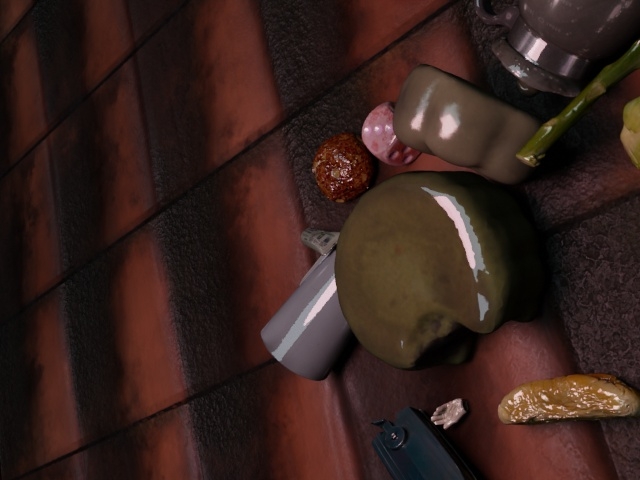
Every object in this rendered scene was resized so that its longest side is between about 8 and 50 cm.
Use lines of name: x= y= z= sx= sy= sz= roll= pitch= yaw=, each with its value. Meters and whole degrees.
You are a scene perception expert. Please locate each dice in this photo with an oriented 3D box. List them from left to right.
dice: x=0.141 y=-0.202 z=1.637 sx=0.091 sy=0.094 sz=0.093 roll=-52 pitch=53 yaw=25

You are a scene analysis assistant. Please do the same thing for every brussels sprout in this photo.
brussels sprout: x=0.514 y=-0.153 z=1.242 sx=0.155 sy=0.118 sz=0.155 roll=177 pitch=90 yaw=-71

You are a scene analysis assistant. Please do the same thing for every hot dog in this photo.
hot dog: x=0.385 y=0.243 z=1.329 sx=0.243 sy=0.084 sz=0.073 roll=-17 pitch=73 yaw=44

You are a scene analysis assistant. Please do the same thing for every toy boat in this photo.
toy boat: x=0.200 y=0.410 z=1.455 sx=0.114 sy=0.122 sz=0.296 roll=-47 pitch=41 yaw=5

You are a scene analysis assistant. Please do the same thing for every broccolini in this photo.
broccolini: x=0.457 y=-0.234 z=1.260 sx=0.392 sy=0.079 sz=0.074 roll=-44 pitch=43 yaw=9

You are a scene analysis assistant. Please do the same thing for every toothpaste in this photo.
toothpaste: x=0.000 y=0.000 z=1.727 sx=0.064 sy=0.041 sz=0.218 roll=-43 pitch=14 yaw=-9

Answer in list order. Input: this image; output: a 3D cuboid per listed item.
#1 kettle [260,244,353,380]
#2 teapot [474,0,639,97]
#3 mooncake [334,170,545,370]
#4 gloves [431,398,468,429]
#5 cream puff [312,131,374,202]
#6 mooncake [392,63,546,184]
kettle: x=0.010 y=0.120 z=1.702 sx=0.243 sy=0.160 sz=0.210 roll=-55 pitch=22 yaw=14
teapot: x=0.356 y=-0.363 z=1.336 sx=0.305 sy=0.223 sz=0.285 roll=32 pitch=122 yaw=9
mooncake: x=0.194 y=0.047 z=1.465 sx=0.351 sy=0.187 sz=0.351 roll=8 pitch=102 yaw=40
gloves: x=0.231 y=0.302 z=1.507 sx=0.081 sy=0.037 sz=0.044 roll=-22 pitch=52 yaw=18
cream puff: x=0.039 y=-0.147 z=1.738 sx=0.149 sy=0.084 sz=0.149 roll=-11 pitch=74 yaw=45
mooncake: x=0.246 y=-0.183 z=1.415 sx=0.275 sy=0.275 sz=0.135 roll=34 pitch=104 yaw=43
